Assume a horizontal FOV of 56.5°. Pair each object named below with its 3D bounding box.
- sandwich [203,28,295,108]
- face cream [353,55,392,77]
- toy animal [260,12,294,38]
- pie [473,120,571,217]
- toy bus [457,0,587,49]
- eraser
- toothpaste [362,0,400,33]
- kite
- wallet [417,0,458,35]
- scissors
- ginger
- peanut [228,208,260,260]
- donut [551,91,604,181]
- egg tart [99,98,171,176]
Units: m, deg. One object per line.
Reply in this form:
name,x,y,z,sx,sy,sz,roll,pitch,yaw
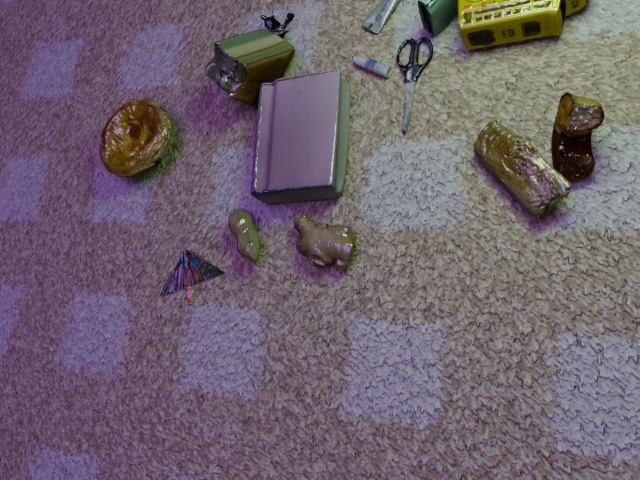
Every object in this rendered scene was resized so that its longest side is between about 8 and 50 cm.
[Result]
sandwich,-0.218,-0.546,1.809,0.155,0.198,0.227,41,104,19
face cream,0.150,-0.517,1.759,0.130,0.034,0.034,31,88,29
toy animal,-0.162,-0.646,1.921,0.105,0.070,0.202,24,88,28
pie,0.491,-0.176,1.466,0.129,0.068,0.282,-55,51,29
toy bus,0.531,-0.608,1.557,0.330,0.144,0.152,-3,73,24
eraser,-0.056,-0.295,1.736,0.272,0.122,0.359,-4,73,21
toothpaste,0.222,-0.739,1.795,0.067,0.037,0.255,39,95,23
kite,-0.396,0.105,1.820,0.241,0.014,0.183,-14,70,18
wallet,0.375,-0.699,1.638,0.075,0.176,0.250,44,95,15
scissors,0.255,-0.443,1.697,0.109,0.022,0.300,3,76,28
ginger,-0.001,0.005,1.642,0.213,0.074,0.137,18,73,23
peanut,-0.221,-0.017,1.740,0.082,0.082,0.187,-30,64,13
donut,0.605,-0.255,1.404,0.085,0.217,0.141,1,43,10
egg tart,-0.606,-0.334,1.994,0.294,0.116,0.295,-7,74,23
